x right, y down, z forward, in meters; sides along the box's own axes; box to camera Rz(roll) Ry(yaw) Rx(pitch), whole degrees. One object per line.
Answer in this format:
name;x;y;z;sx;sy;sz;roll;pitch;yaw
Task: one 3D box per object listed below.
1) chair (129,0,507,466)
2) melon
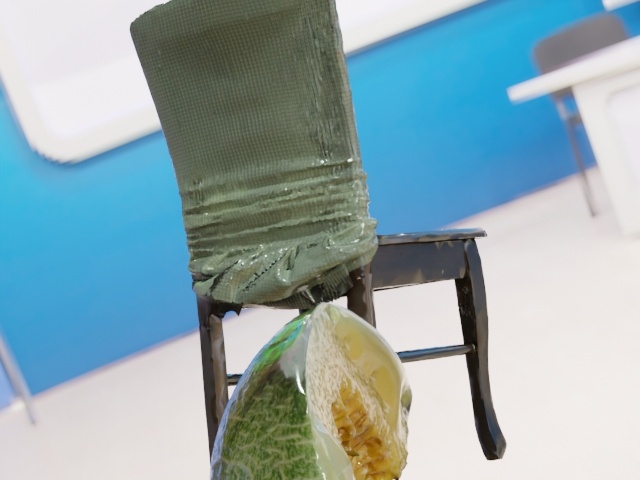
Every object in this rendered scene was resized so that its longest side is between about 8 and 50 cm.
chair;0.000;0.000;1.074;0.160;0.319;0.186;-10;-4;34
melon;-0.010;0.089;0.615;0.079;0.128;0.160;-14;34;13
